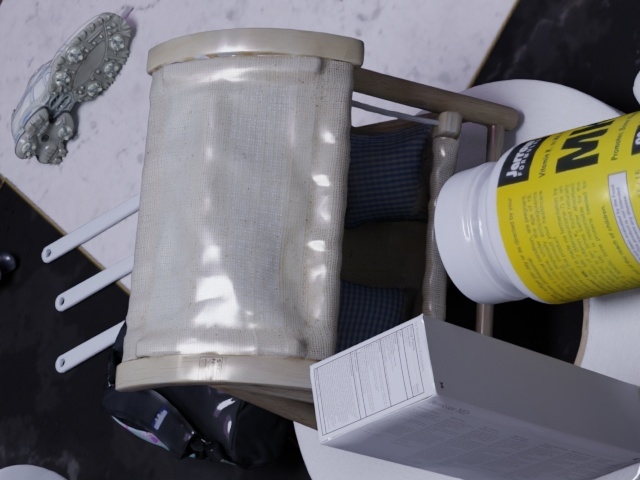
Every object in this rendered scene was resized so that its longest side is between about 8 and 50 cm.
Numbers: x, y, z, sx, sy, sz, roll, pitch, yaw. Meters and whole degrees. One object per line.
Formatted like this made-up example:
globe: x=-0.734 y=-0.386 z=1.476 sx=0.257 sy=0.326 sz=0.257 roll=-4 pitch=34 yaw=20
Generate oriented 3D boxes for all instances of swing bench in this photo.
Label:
swing bench: x=0.000 y=0.000 z=1.442 sx=0.165 sy=0.254 sz=0.253 roll=-9 pitch=71 yaw=41

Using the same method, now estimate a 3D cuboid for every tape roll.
tape roll: x=0.136 y=0.070 z=1.521 sx=0.392 sy=0.072 sz=0.392 roll=-16 pitch=66 yaw=40

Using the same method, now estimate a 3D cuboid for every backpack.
backpack: x=-0.101 y=0.125 z=1.695 sx=0.182 sy=0.115 sz=0.152 roll=1 pitch=66 yaw=44

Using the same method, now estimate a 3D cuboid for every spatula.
spatula: x=-0.178 y=0.024 z=1.867 sx=0.242 sy=0.019 sz=0.168 roll=-29 pitch=60 yaw=33

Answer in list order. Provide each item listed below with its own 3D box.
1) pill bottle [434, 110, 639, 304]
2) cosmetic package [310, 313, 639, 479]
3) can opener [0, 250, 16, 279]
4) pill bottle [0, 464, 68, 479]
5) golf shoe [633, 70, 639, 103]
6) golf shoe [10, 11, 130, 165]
pill bottle: x=0.189 y=-0.021 z=1.368 sx=0.208 sy=0.119 sz=0.119 roll=-14 pitch=67 yaw=39
cosmetic package: x=0.110 y=0.112 z=1.315 sx=0.099 sy=0.239 sz=0.060 roll=-25 pitch=60 yaw=35
can opener: x=-0.379 y=0.047 z=2.031 sx=0.186 sy=0.073 sz=0.059 roll=-24 pitch=22 yaw=32
pill bottle: x=-0.375 y=0.358 z=1.795 sx=0.407 sy=0.229 sz=0.229 roll=-32 pitch=57 yaw=33
golf shoe: x=0.291 y=-0.100 z=1.422 sx=0.186 sy=0.086 sz=0.067 roll=24 pitch=95 yaw=46
golf shoe: x=-0.257 y=-0.164 z=1.971 sx=0.176 sy=0.069 sz=0.086 roll=-52 pitch=42 yaw=16
